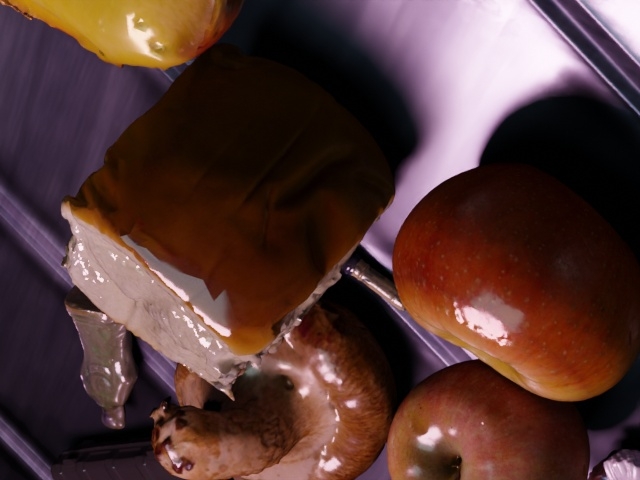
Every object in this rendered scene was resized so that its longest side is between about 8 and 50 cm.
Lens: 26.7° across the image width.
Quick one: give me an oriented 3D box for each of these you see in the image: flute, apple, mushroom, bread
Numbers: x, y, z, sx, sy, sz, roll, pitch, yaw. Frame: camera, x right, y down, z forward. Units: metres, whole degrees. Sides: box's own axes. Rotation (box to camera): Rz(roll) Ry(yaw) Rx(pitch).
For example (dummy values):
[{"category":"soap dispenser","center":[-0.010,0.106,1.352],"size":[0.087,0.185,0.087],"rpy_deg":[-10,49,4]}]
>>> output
[{"category":"flute","center":[0.000,0.000,1.427],"size":[0.233,0.027,0.027],"rpy_deg":[35,135,7]},{"category":"apple","center":[0.185,0.033,1.211],"size":[0.235,0.173,0.210],"rpy_deg":[35,173,-11]},{"category":"apple","center":[0.167,0.208,1.313],"size":[0.188,0.174,0.188],"rpy_deg":[-5,82,42]},{"category":"mushroom","center":[-0.056,0.193,1.498],"size":[0.267,0.254,0.267],"rpy_deg":[33,161,13]},{"category":"bread","center":[-0.089,-0.028,1.306],"size":[0.250,0.279,0.225],"rpy_deg":[38,163,2]}]

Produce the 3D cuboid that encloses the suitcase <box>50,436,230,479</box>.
[{"category":"suitcase","center":[-0.218,0.353,1.798],"size":[0.286,0.066,0.206],"rpy_deg":[-14,112,43]}]

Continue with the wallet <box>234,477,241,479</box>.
[{"category":"wallet","center":[-0.038,0.305,1.664],"size":[0.153,0.038,0.118],"rpy_deg":[11,140,30]}]

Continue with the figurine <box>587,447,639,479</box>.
[{"category":"figurine","center":[0.335,0.259,1.323],"size":[0.175,0.116,0.240],"rpy_deg":[43,132,-3]}]

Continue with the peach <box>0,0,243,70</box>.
[{"category":"peach","center":[-0.215,-0.337,1.183],"size":[0.380,0.242,0.306],"rpy_deg":[28,156,-3]}]

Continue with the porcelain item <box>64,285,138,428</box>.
[{"category":"porcelain item","center":[-0.264,0.153,1.688],"size":[0.081,0.069,0.215],"rpy_deg":[8,125,15]}]
